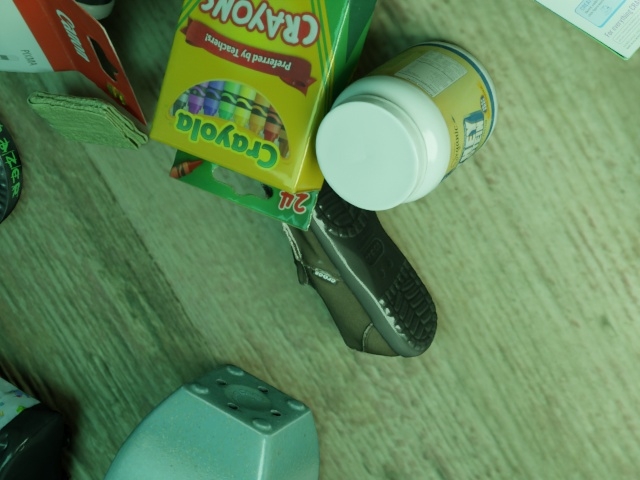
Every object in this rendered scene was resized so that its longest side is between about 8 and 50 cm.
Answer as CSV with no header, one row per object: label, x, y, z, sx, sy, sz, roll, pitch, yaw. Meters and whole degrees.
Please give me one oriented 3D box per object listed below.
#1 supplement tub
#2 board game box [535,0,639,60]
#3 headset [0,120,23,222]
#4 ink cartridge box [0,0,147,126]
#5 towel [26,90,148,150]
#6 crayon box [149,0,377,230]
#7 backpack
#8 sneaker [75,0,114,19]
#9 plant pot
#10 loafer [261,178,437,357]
supplement tub,0.096,-0.126,1.404,0.144,0.199,0.144,15,121,26
board game box,0.243,-0.346,1.207,0.316,0.064,0.242,30,130,-13
headset,-0.627,-0.120,1.939,0.394,0.185,0.243,-3,117,17
ink cartridge box,-0.410,-0.281,1.609,0.385,0.091,0.308,37,168,12
towel,-0.315,-0.163,1.726,0.148,0.027,0.110,8,157,29
crayon box,-0.068,-0.187,1.432,0.202,0.081,0.319,21,104,21
backpack,-0.613,0.316,2.078,0.355,0.273,0.290,40,136,25
sneaker,-0.349,-0.407,1.606,0.268,0.101,0.153,43,128,6
plant pot,-0.141,0.321,1.768,0.248,0.247,0.252,27,109,19
loafer,0.000,0.000,1.572,0.130,0.134,0.366,-24,100,38
